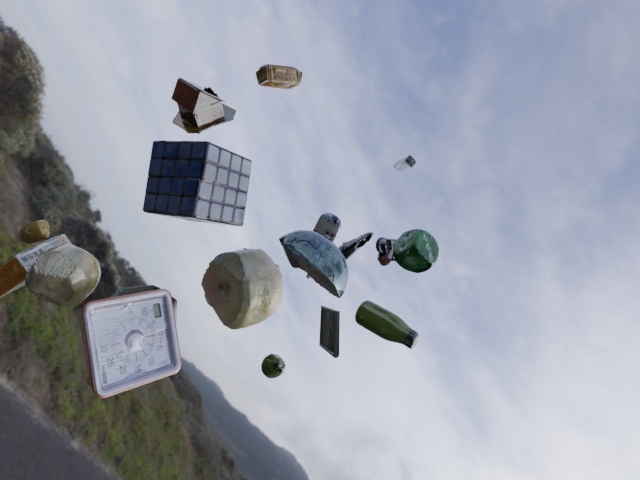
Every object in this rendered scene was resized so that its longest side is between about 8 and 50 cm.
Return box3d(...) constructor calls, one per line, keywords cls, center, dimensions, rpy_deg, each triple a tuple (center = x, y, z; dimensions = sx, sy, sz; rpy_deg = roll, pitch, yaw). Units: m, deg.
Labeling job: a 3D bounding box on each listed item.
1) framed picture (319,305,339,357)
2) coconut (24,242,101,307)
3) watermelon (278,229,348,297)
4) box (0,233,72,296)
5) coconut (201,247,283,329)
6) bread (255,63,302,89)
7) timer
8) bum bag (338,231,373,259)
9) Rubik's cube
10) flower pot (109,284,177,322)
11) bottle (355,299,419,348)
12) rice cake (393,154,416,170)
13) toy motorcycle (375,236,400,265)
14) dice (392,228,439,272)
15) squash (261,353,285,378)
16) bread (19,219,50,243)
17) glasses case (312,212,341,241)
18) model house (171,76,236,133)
box3d(cls="framed picture", center=(0.039, 0.384, 1.832), dimensions=(0.260, 0.023, 0.189), rpy_deg=(170, -77, -76))
box3d(cls="coconut", center=(-0.762, 0.102, 1.283), dimensions=(0.194, 0.194, 0.195), rpy_deg=(44, -29, 31))
box3d(cls="watermelon", center=(-0.013, 0.038, 1.567), dimensions=(0.321, 0.175, 0.188), rpy_deg=(32, -21, 16))
box3d(cls="box", center=(-1.081, 0.097, 1.581), dimensions=(0.273, 0.221, 0.091), rpy_deg=(-25, -76, 28))
box3d(cls="coconut", center=(-0.359, 0.230, 2.163), dimensions=(0.404, 0.404, 0.405), rpy_deg=(44, -29, 31))
box3d(cls="bread", center=(-0.231, -0.919, 2.384), dimensions=(0.136, 0.241, 0.107), rpy_deg=(6, -78, 54))
box3d(cls="timer", center=(-0.548, 0.287, 1.243), dimensions=(0.161, 0.249, 0.258), rpy_deg=(-14, -95, 56))
box3d(cls="bum bag", center=(0.109, 0.049, 1.876), dimensions=(0.310, 0.137, 0.074), rpy_deg=(-41, -97, 36))
box3d(cls="Rubik's cube", center=(-0.567, -0.259, 1.992), dimensions=(0.344, 0.343, 0.338), rpy_deg=(8, -91, 29))
box3d(cls="flower pot", center=(-0.618, 0.290, 1.475), dimensions=(0.239, 0.209, 0.190), rpy_deg=(25, -59, 24))
box3d(cls="bottle", center=(0.269, 0.341, 1.711), dimensions=(0.260, 0.112, 0.112), rpy_deg=(26, -38, 30))
box3d(cls="rice cake", center=(0.339, -0.311, 1.733), dimensions=(0.043, 0.034, 0.211), rpy_deg=(43, 0, -6))
box3d(cls="toy motorcycle", center=(0.297, 0.044, 1.786), dimensions=(0.084, 0.212, 0.119), rpy_deg=(3, -87, 44))
box3d(cls="dice", center=(0.362, 0.039, 1.615), dimensions=(0.128, 0.120, 0.130), rpy_deg=(36, -33, -19))
box3d(cls="squash", center=(-0.178, 0.529, 1.785), dimensions=(0.105, 0.105, 0.132), rpy_deg=(61, -29, -3))
box3d(cls="bread", center=(-1.091, -0.034, 1.618), dimensions=(0.056, 0.115, 0.082), rpy_deg=(37, 43, -76))
box3d(cls="glasses case", center=(0.000, 0.000, 2.256), dimensions=(0.125, 0.076, 0.328), rpy_deg=(26, -62, -3))
box3d(cls="model house", center=(-0.413, -0.483, 1.441), dimensions=(0.219, 0.207, 0.136), rpy_deg=(40, -31, 34))
